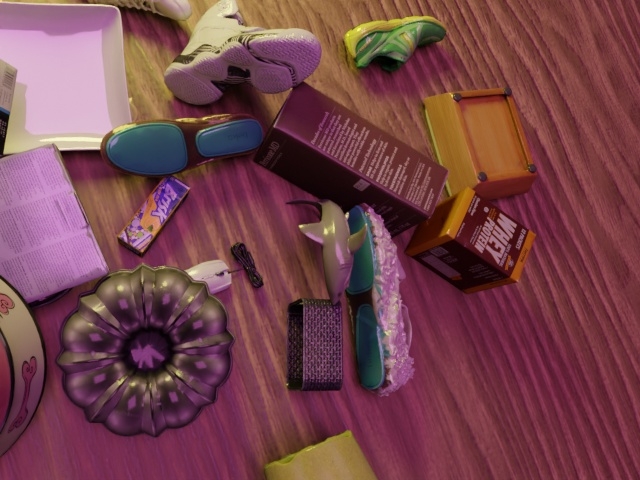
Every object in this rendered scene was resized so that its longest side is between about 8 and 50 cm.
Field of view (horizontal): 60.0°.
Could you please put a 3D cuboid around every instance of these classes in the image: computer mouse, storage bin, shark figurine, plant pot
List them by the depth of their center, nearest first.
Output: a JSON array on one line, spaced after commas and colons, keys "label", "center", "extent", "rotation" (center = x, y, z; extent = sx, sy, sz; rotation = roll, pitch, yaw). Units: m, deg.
[{"label": "plant pot", "center": [0.021, 0.501, 1.011], "extent": [0.276, 0.276, 0.254], "rotation": [-15, 71, -22]}, {"label": "shark figurine", "center": [0.001, -0.029, 1.125], "extent": [0.116, 0.166, 0.278], "rotation": [6, 43, -23]}, {"label": "storage bin", "center": [-0.014, 0.213, 1.129], "extent": [0.084, 0.122, 0.180], "rotation": [5, 75, -18]}, {"label": "computer mouse", "center": [-0.218, 0.076, 1.135], "extent": [0.193, 0.042, 0.106], "rotation": [-20, 85, -23]}]

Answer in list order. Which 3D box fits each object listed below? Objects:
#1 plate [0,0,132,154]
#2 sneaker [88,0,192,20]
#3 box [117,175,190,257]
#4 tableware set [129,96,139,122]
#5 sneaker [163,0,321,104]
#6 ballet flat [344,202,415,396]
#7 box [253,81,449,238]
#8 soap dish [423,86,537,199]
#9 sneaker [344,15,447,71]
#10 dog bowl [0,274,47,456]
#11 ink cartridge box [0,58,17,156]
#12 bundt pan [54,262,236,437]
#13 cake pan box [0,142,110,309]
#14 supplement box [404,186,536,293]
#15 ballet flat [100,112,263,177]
[{"label": "plate", "center": [-0.518, -0.309, 1.069], "extent": [0.278, 0.045, 0.277], "rotation": [-7, 100, -22]}, {"label": "sneaker", "center": [-0.425, -0.534, 1.198], "extent": [0.290, 0.106, 0.123], "rotation": [29, 78, -2]}, {"label": "box", "center": [-0.335, -0.052, 1.120], "extent": [0.059, 0.054, 0.169], "rotation": [34, 68, -8]}, {"label": "tableware set", "center": [-0.473, -0.272, 1.147], "extent": [0.169, 0.020, 0.141], "rotation": [-36, 91, -23]}, {"label": "sneaker", "center": [-0.152, -0.414, 1.154], "extent": [0.137, 0.366, 0.210], "rotation": [48, 47, -47]}, {"label": "ballet flat", "center": [0.129, 0.125, 1.210], "extent": [0.147, 0.147, 0.408], "rotation": [-2, 83, -20]}, {"label": "box", "center": [0.063, -0.166, 1.218], "extent": [0.381, 0.191, 0.143], "rotation": [30, 68, -10]}, {"label": "soap dish", "center": [0.408, -0.248, 1.402], "extent": [0.229, 0.118, 0.290], "rotation": [-10, 79, -21]}, {"label": "sneaker", "center": [0.192, -0.497, 1.412], "extent": [0.296, 0.109, 0.123], "rotation": [-18, 106, -24]}, {"label": "dog bowl", "center": [-0.649, 0.213, 0.831], "extent": [0.408, 0.150, 0.408], "rotation": [0, 91, -14]}, {"label": "ink cartridge box", "center": [-0.698, -0.228, 0.972], "extent": [0.333, 0.065, 0.165], "rotation": [2, 81, 14]}, {"label": "bundt pan", "center": [-0.312, 0.201, 1.003], "extent": [0.331, 0.124, 0.330], "rotation": [2, 84, -15]}, {"label": "cake pan box", "center": [-0.533, -0.008, 0.969], "extent": [0.246, 0.070, 0.266], "rotation": [-24, 97, -14]}, {"label": "supplement box", "center": [0.338, 0.008, 1.270], "extent": [0.194, 0.191, 0.129], "rotation": [33, 68, -10]}, {"label": "ballet flat", "center": [-0.286, -0.205, 1.139], "extent": [0.342, 0.124, 0.116], "rotation": [-19, 114, -31]}]
